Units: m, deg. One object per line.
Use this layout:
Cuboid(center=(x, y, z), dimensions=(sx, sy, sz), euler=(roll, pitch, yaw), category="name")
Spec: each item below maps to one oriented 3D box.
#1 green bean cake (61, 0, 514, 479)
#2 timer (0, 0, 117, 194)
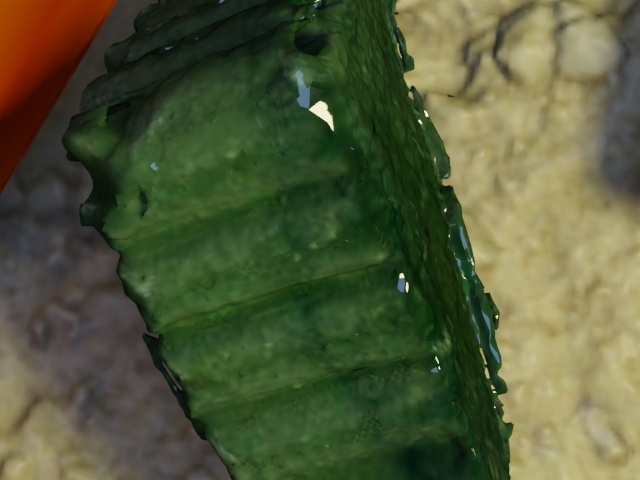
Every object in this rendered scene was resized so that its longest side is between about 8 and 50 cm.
Cuboid(center=(0.000, 0.000, 0.678), dimensions=(0.107, 0.193, 0.208), euler=(-21, 111, 13), category="green bean cake")
Cuboid(center=(-0.231, -0.087, 0.656), dimensions=(0.257, 0.161, 0.250), euler=(33, 117, 0), category="timer")
